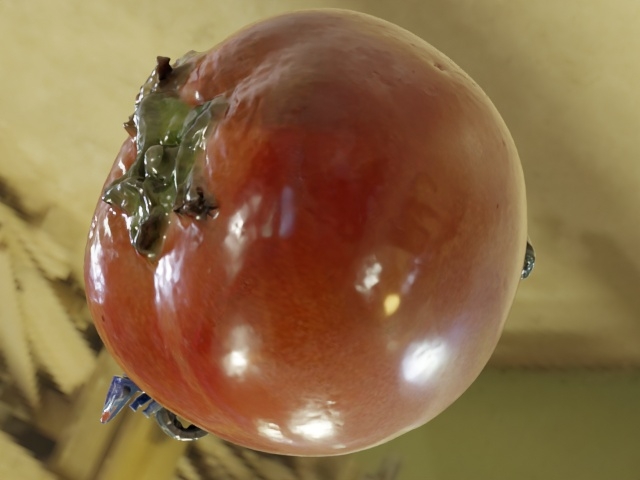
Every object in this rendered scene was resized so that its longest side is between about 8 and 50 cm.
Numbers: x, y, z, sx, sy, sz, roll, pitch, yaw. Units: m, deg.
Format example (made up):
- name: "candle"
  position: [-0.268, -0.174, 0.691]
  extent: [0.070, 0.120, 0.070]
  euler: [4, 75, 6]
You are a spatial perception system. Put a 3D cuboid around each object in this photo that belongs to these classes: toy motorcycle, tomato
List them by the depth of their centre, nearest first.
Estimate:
- name: "tomato"
  position: [0.000, 0.000, 1.202]
  extent: [0.321, 0.321, 0.321]
  euler: [19, 155, 9]
- name: "toy motorcycle"
  position: [-0.117, 0.067, 1.452]
  extent: [0.114, 0.205, 0.076]
  euler: [16, 176, -19]

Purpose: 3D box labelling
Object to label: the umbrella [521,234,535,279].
- name: "umbrella"
  position: [0.146, -0.051, 1.605]
  extent: [0.052, 0.250, 0.053]
  euler: [-10, 133, -10]
